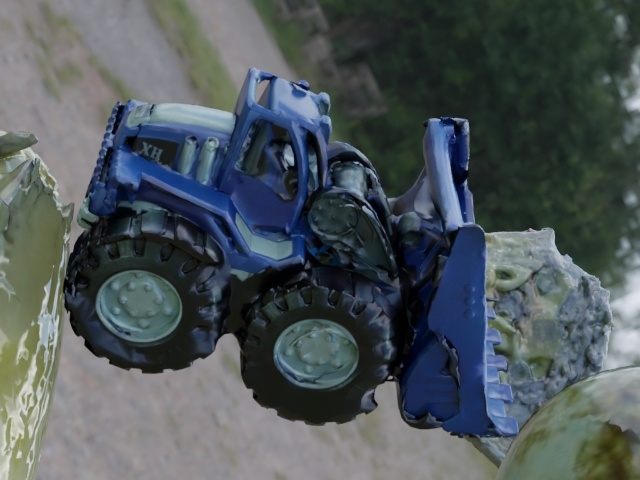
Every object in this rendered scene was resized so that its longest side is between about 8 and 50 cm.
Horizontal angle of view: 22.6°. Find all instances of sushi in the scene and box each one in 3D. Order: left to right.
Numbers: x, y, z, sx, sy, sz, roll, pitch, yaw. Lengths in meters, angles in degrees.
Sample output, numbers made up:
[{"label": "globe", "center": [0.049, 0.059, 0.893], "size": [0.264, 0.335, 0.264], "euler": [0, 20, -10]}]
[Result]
[{"label": "sushi", "center": [0.200, 0.117, 1.697], "size": [0.139, 0.184, 0.274], "euler": [130, -22, -78]}]

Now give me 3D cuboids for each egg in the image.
[{"label": "egg", "center": [0.247, 0.225, 1.103], "size": [0.289, 0.238, 0.238], "euler": [57, 4, 7]}]

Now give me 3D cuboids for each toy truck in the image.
[{"label": "toy truck", "center": [0.000, 0.000, 0.700], "size": [0.208, 0.126, 0.113], "euler": [18, 28, -11]}]

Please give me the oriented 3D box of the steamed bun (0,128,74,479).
[{"label": "steamed bun", "center": [-0.228, 0.060, 0.744], "size": [0.166, 0.273, 0.232], "euler": [57, 30, -50]}]
